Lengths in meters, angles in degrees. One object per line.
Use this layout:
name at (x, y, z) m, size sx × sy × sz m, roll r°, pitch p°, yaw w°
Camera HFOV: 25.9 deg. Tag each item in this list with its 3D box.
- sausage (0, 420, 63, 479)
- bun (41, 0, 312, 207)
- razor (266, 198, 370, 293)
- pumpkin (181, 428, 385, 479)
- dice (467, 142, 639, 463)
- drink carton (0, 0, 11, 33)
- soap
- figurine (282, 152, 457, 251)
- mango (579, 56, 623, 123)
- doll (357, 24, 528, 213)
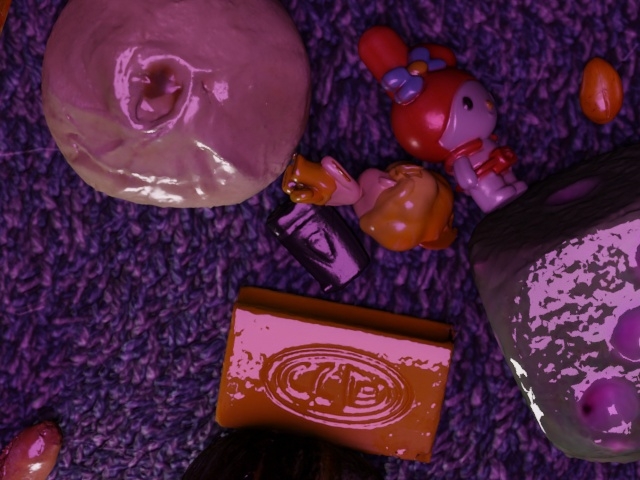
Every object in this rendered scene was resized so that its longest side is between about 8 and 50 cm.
sausage at (-0.467, 0.405, 2.091) m, size 0.087 × 0.079 × 0.326 m, roll 23°, pitch 106°, yaw 8°
bun at (-0.195, -0.198, 1.825) m, size 0.364 × 0.202 × 0.364 m, roll 1°, pitch 105°, yaw 3°
razor at (0.000, 0.000, 1.945) m, size 0.090 × 0.054 × 0.148 m, roll -38°, pitch 101°, yaw 14°
pumpkin at (-0.053, 0.386, 1.955) m, size 0.320 × 0.192 × 0.320 m, roll 6°, pitch 148°, yaw 4°
dice at (0.392, 0.079, 1.802) m, size 0.322 × 0.318 × 0.330 m, roll -23°, pitch 104°, yaw 11°
drink carton at (-0.515, -0.220, 1.864) m, size 0.111 × 0.154 × 0.351 m, roll 22°, pitch 107°, yaw -2°
soap at (0.022, 0.194, 1.981) m, size 0.324 × 0.096 × 0.204 m, roll 9°, pitch 107°, yaw 1°
figurine at (0.072, -0.058, 1.872) m, size 0.246 × 0.131 × 0.156 m, roll 12°, pitch 152°, yaw -14°
mango at (0.374, -0.201, 1.862) m, size 0.060 × 0.046 × 0.089 m, roll -11°, pitch 101°, yaw 8°
doll at (0.159, -0.166, 1.829) m, size 0.130 × 0.161 × 0.290 m, roll -41°, pitch 80°, yaw 34°
